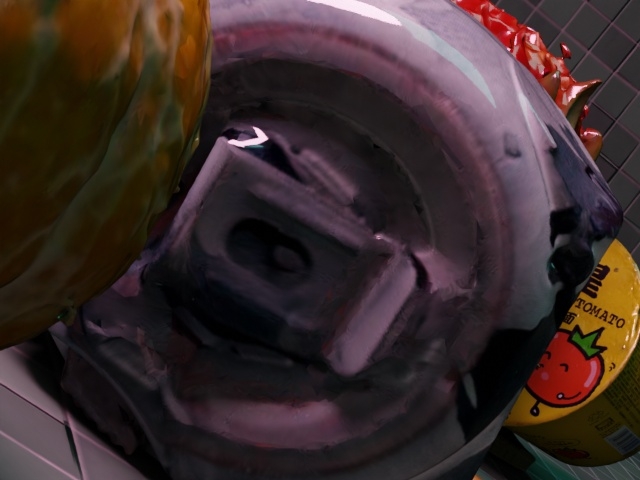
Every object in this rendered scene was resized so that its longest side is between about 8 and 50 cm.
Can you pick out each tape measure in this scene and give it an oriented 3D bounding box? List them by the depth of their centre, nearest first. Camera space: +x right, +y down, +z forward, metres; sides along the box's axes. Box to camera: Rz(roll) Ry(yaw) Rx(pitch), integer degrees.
[{"bbox_3d":[0.000,0.000,0.946,0.275,0.256,0.147,29,13,3],"label":"tape measure"}]

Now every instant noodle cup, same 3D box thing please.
[{"bbox_3d":[0.204,0.097,1.622,0.182,0.182,0.144,45,0,42],"label":"instant noodle cup"}]

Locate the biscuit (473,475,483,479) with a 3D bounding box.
[{"bbox_3d":[0.083,0.180,1.138,0.205,0.040,0.309,36,8,-17],"label":"biscuit"}]

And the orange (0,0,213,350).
[{"bbox_3d":[-0.188,-0.093,0.659,0.329,0.249,0.329,37,15,-12],"label":"orange"}]

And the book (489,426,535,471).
[{"bbox_3d":[0.040,0.079,1.631,0.289,0.026,0.201,34,11,-36],"label":"book"}]

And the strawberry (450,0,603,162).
[{"bbox_3d":[0.024,-0.094,1.463,0.343,0.292,0.292,45,9,33],"label":"strawberry"}]
